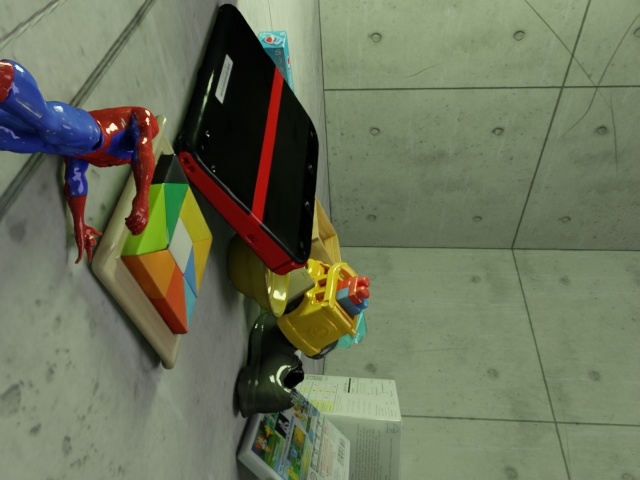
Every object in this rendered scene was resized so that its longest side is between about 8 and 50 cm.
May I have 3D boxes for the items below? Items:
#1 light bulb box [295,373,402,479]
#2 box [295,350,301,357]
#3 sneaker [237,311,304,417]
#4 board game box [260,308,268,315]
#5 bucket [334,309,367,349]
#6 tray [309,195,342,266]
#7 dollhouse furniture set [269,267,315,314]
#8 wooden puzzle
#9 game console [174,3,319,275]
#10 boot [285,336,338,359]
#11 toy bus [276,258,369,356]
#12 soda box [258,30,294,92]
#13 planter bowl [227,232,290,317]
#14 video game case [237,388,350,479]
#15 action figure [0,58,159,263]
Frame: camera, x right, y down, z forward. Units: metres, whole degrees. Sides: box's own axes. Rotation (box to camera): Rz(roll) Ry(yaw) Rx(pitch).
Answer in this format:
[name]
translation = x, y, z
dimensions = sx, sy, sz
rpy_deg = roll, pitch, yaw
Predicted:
[light bulb box]
translation = 0.055, 0.572, 1.584
dimensions = 0.358, 0.362, 0.225
rpy_deg = -24, 116, -84
[box]
translation = -0.074, 0.286, 1.580
dimensions = 0.145, 0.038, 0.186
rpy_deg = 122, -18, -69
[sneaker]
translation = -0.097, 0.268, 1.140
dimensions = 0.286, 0.130, 0.108
rpy_deg = -85, 172, -54
[board game box]
translation = -0.099, 0.123, 1.292
dimensions = 0.043, 0.092, 0.181
rpy_deg = 22, 68, -86
[bucket]
translation = 0.036, 0.266, 1.931
dimensions = 0.281, 0.282, 0.182
rpy_deg = -74, 160, -71
[tray]
translation = 0.000, 0.000, 1.847
dimensions = 0.202, 0.076, 0.410
rpy_deg = 60, 9, -22
[dollhouse furniture set]
translation = -0.085, 0.080, 1.164
dimensions = 0.151, 0.144, 0.123
rpy_deg = 53, -11, 23
[wooden puzzle]
translation = -0.180, 0.006, 0.623
dimensions = 0.238, 0.045, 0.220
rpy_deg = 85, 7, -50
[game console]
translation = -0.106, -0.166, 0.897
dimensions = 0.342, 0.060, 0.386
rpy_deg = 49, 34, -44
[boot]
translation = -0.053, 0.267, 1.368
dimensions = 0.229, 0.091, 0.263
rpy_deg = -44, -168, 27
[toy bus]
translation = 0.025, 0.121, 1.169
dimensions = 0.149, 0.212, 0.220
rpy_deg = 49, 30, -27
[soda box]
translation = -0.106, -0.401, 1.273
dimensions = 0.210, 0.068, 0.071
rpy_deg = 85, 8, -53
[planter bowl]
translation = -0.123, 0.040, 0.999
dimensions = 0.217, 0.091, 0.216
rpy_deg = -1, 90, -83
[video game case]
translation = -0.046, 0.492, 1.223
dimensions = 0.300, 0.036, 0.329
rpy_deg = 46, 15, -8
[action figure]
translation = -0.181, -0.040, 0.365
dimensions = 0.280, 0.092, 0.138
rpy_deg = -53, 137, -80
